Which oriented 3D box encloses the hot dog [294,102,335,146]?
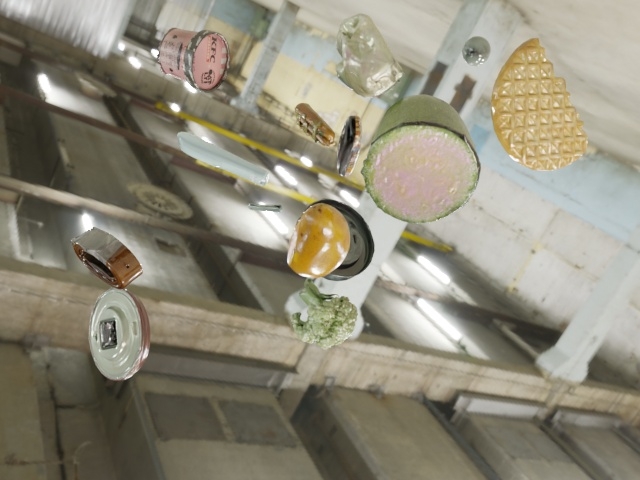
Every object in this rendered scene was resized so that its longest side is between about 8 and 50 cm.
[{"bbox_3d":[-0.025,-0.436,2.339,0.072,0.109,0.269,-26,-130,-16],"label":"hot dog"}]

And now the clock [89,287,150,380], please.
[{"bbox_3d":[-0.699,0.318,2.087,0.318,0.319,0.080,37,-160,32],"label":"clock"}]

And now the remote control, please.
[{"bbox_3d":[-0.294,-0.239,1.836,0.293,0.051,0.103,24,166,-1],"label":"remote control"}]

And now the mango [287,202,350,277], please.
[{"bbox_3d":[0.000,0.000,1.924,0.190,0.290,0.160,0,-133,-12],"label":"mango"}]

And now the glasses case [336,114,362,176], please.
[{"bbox_3d":[0.112,-0.368,2.412,0.082,0.122,0.321,4,155,-5],"label":"glasses case"}]

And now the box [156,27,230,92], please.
[{"bbox_3d":[-0.328,-0.466,1.555,0.135,0.151,0.151,21,-168,22],"label":"box"}]

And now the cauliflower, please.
[{"bbox_3d":[0.000,0.315,2.493,0.281,0.260,0.327,24,148,26],"label":"cauliflower"}]

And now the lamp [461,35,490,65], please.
[{"bbox_3d":[0.568,-0.690,2.230,0.105,0.105,0.105,26,-165,-7],"label":"lamp"}]

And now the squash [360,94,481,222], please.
[{"bbox_3d":[0.277,-0.254,1.702,0.310,0.310,0.309,25,-145,-9],"label":"squash"}]

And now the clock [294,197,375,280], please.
[{"bbox_3d":[0.048,-0.002,2.201,0.312,0.061,0.313,14,-121,-24],"label":"clock"}]

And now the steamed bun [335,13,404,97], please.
[{"bbox_3d":[0.144,-0.638,2.151,0.280,0.207,0.268,60,-164,-2],"label":"steamed bun"}]

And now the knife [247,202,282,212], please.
[{"bbox_3d":[-0.217,-0.129,2.371,0.162,0.023,0.044,6,158,31],"label":"knife"}]

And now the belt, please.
[{"bbox_3d":[-0.710,0.056,2.028,0.261,0.184,0.105,33,-123,24],"label":"belt"}]

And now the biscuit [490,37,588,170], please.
[{"bbox_3d":[0.491,-0.282,1.396,0.309,0.204,0.040,55,171,-20],"label":"biscuit"}]
